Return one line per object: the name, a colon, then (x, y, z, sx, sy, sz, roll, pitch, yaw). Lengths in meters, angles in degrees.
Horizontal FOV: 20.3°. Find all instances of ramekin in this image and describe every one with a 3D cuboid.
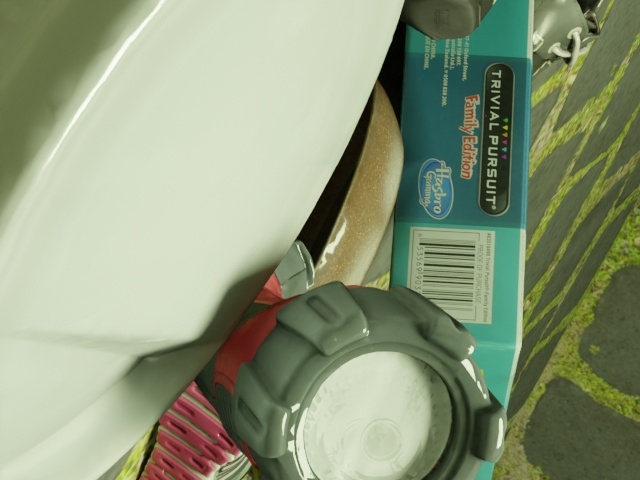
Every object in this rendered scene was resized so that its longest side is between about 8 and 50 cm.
ramekin: (-0.092, -0.042, 0.604, 0.273, 0.127, 0.273, -53, 166, -20)

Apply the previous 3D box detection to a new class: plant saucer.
plant saucer: (0.000, 0.000, 1.022, 0.198, 0.036, 0.198, -61, -169, 22)

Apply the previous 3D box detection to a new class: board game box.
board game box: (0.090, 0.002, 1.180, 0.336, 0.079, 0.253, 83, 11, -68)

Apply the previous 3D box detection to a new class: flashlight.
flashlight: (-0.014, 0.042, 0.809, 0.103, 0.103, 0.304, -58, -162, 3)

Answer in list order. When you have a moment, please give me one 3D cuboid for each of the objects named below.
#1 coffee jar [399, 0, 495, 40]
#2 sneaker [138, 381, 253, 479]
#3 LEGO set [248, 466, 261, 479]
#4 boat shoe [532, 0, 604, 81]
coffee jar: (0.095, -0.203, 0.989, 0.184, 0.079, 0.096, -57, 169, -7)
sneaker: (-0.067, 0.122, 1.179, 0.075, 0.063, 0.170, -42, 164, -47)
LEGO set: (-0.029, 0.157, 1.311, 0.107, 0.132, 0.287, -42, -155, 32)
boat shoe: (0.202, -0.211, 1.300, 0.335, 0.095, 0.112, -60, 166, 9)
